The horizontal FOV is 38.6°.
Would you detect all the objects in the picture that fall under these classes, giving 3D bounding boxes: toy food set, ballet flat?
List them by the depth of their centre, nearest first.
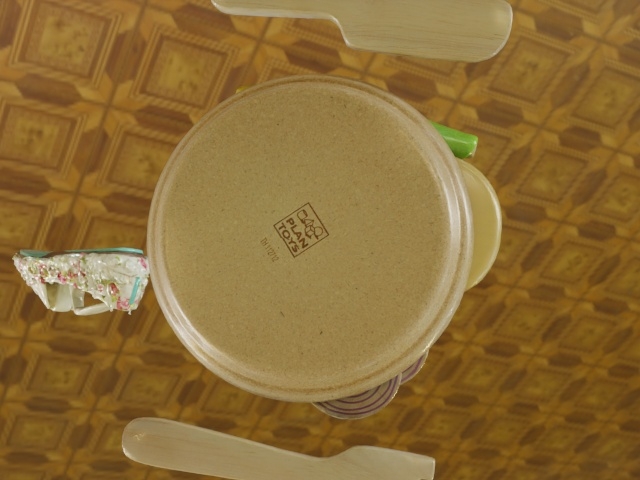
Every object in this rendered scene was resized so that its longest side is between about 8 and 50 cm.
[{"bbox_3d":[0.000,0.000,0.346,0.132,0.192,0.038,10,174,10],"label":"toy food set"},{"bbox_3d":[-0.286,0.047,1.055,0.091,0.077,0.241,6,175,-44],"label":"ballet flat"}]
